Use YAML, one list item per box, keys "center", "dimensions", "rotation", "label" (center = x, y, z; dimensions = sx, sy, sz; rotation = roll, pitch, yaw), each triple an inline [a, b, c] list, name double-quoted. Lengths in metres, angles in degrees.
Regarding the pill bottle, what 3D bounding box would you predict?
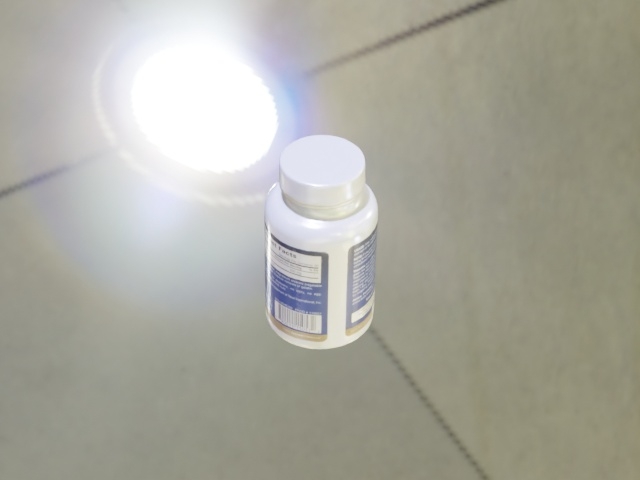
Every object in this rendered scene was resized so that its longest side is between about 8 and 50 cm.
- center: [0.000, 0.000, 1.056]
  dimensions: [0.067, 0.067, 0.120]
  rotation: [10, 131, 10]
  label: "pill bottle"
